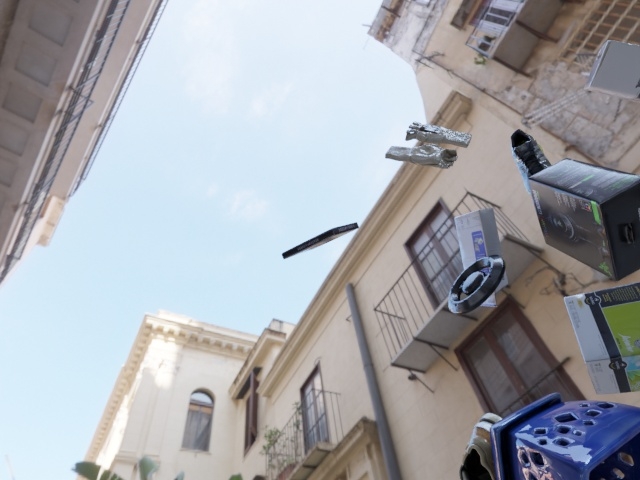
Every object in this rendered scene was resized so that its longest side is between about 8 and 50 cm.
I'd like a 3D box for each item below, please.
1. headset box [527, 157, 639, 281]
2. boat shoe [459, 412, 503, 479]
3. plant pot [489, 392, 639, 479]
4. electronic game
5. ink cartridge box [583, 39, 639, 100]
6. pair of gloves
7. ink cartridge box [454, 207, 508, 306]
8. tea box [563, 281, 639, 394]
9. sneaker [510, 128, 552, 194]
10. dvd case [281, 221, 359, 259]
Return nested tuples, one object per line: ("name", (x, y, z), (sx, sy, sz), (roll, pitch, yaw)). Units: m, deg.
("headset box", (0.726, -0.062, 1.084), (0.131, 0.283, 0.246), (-29, -65, 1))
("boat shoe", (0.363, 0.532, 0.917), (0.103, 0.113, 0.302), (-24, -64, -33))
("plant pot", (0.468, 0.435, 0.765), (0.236, 0.212, 0.235), (-12, -86, -26))
("electronic game", (0.485, 0.137, 1.273), (0.048, 0.229, 0.229), (39, -66, -3))
("ink cartridge box", (0.457, -0.222, 0.560), (0.151, 0.109, 0.063), (23, -64, 21))
("pair of gloves", (0.327, -0.291, 1.222), (0.204, 0.240, 0.042), (20, -44, 28))
("ink cartridge box", (0.567, 0.063, 1.434), (0.065, 0.165, 0.332), (-7, -94, -13))
("tea box", (1.148, 0.360, 1.522), (0.324, 0.329, 0.220), (-20, -60, 29))
("sneaker", (0.699, -0.260, 1.357), (0.111, 0.300, 0.121), (-35, -56, 29))
("dvd case", (0.000, 0.000, 1.452), (0.239, 0.179, 0.029), (-25, -94, 34))
